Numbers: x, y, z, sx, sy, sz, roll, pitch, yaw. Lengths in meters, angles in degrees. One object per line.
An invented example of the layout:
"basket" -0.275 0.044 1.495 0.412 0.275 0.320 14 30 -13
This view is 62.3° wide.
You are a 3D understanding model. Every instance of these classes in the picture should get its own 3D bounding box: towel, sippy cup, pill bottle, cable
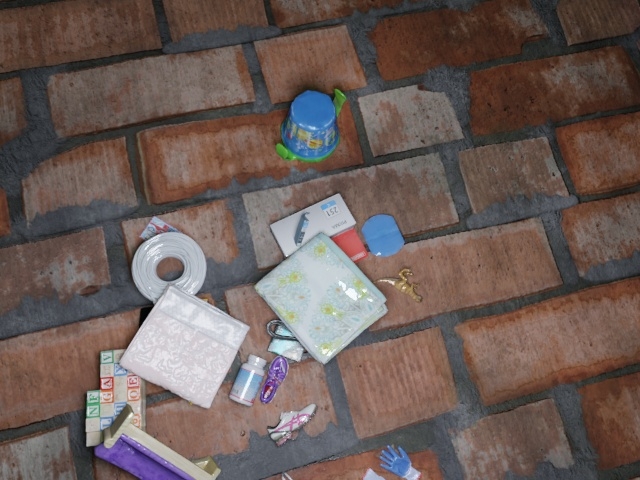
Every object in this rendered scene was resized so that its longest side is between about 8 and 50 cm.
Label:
"towel" 0.007 0.195 1.839 0.321 0.090 0.374 -38 75 -18
"sippy cup" -0.034 -0.445 2.013 0.240 0.224 0.305 8 75 -2
"pill bottle" -0.245 0.478 1.818 0.087 0.087 0.160 22 75 1
"cable" -0.048 0.343 1.874 0.288 0.072 0.139 3 94 0
"towel" -0.448 0.355 1.789 0.332 0.053 0.316 31 75 -10
"cable" -0.536 0.102 1.889 0.257 0.089 0.257 -42 85 -15

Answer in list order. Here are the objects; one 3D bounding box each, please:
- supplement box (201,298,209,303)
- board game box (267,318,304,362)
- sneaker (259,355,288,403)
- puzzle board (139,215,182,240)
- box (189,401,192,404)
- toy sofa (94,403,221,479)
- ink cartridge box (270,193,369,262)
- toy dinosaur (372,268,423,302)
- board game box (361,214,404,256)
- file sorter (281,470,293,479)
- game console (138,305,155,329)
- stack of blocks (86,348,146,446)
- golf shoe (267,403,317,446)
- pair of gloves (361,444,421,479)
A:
"supplement box" -0.422 0.253 1.885 0.055 0.043 0.083 -6 75 -7
"board game box" -0.101 0.328 1.901 0.126 0.026 0.186 19 74 1
"sneaker" -0.158 0.484 1.832 0.068 0.071 0.169 20 74 1
"puzzle board" -0.591 -0.021 1.962 0.128 0.011 0.096 30 75 4
"box" -0.448 0.487 1.829 0.081 0.028 0.136 -34 83 -12
"toy sofa" -0.509 0.685 1.647 0.363 0.150 0.177 41 71 -16
"ink cartridge box" 0.000 0.000 1.978 0.297 0.066 0.261 -26 78 -11
"toy dinosaur" 0.294 0.159 1.961 0.212 0.064 0.112 26 76 3
"board game box" 0.236 -0.014 2.020 0.133 0.033 0.168 -21 73 -5
"file sorter" -0.150 0.899 1.660 0.173 0.193 0.278 43 76 9
"game console" -0.574 0.294 1.878 0.122 0.071 0.107 -6 106 -6
"stack of blocks" -0.679 0.519 1.769 0.171 0.087 0.296 -4 75 -6
"golf shoe" -0.095 0.611 1.804 0.186 0.067 0.086 -37 79 -13
"pair of gloves" 0.239 0.808 1.803 0.159 0.023 0.198 41 75 7
